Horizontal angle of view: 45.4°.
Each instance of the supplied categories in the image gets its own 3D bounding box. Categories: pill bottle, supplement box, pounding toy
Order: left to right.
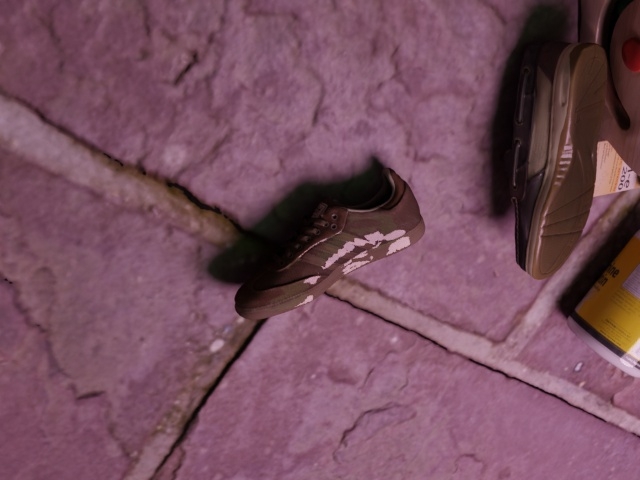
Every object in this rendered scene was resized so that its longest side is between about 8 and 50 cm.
[{"bbox_3d":[0.285,-0.081,0.761,0.098,0.036,0.062,-12,122,-18],"label":"supplement box"},{"bbox_3d":[0.363,0.050,0.828,0.103,0.103,0.184,28,104,-33],"label":"pill bottle"},{"bbox_3d":[0.325,-0.198,0.641,0.154,0.154,0.270,-21,124,-12],"label":"pounding toy"}]

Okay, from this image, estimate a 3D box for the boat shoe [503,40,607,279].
[{"bbox_3d":[0.209,-0.074,0.710,0.080,0.073,0.224,-18,122,-36],"label":"boat shoe"}]

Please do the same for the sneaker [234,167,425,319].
[{"bbox_3d":[0.000,0.000,0.676,0.188,0.066,0.071,-27,108,-14],"label":"sneaker"}]
